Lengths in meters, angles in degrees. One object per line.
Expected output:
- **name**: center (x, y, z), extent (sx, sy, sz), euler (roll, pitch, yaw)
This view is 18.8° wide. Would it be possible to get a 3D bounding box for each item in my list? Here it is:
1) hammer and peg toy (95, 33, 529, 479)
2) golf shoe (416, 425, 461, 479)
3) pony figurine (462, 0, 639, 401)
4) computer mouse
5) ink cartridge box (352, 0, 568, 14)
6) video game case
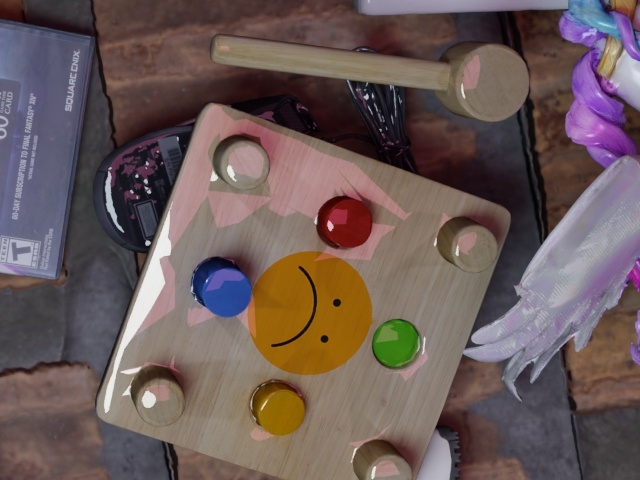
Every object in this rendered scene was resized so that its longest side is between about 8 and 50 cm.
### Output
- **hammer and peg toy**: center (0.000, 0.000, 1.447), extent (0.266, 0.127, 0.361), euler (18, 94, -12)
- **golf shoe**: center (0.046, 0.230, 1.521), extent (0.094, 0.077, 0.198), euler (23, 85, -5)
- **pony figurine**: center (0.284, -0.009, 1.423), extent (0.363, 0.303, 0.351), euler (29, 86, 8)
- **computer mouse**: center (-0.040, -0.030, 1.530), extent (0.262, 0.060, 0.184), euler (-23, 103, -7)
- **ink cartridge box**: center (0.187, -0.344, 1.506), extent (0.330, 0.071, 0.324), euler (-3, 109, -9)
- **video game case**: center (-0.320, -0.085, 1.475), extent (0.274, 0.026, 0.196), euler (9, 88, -22)
